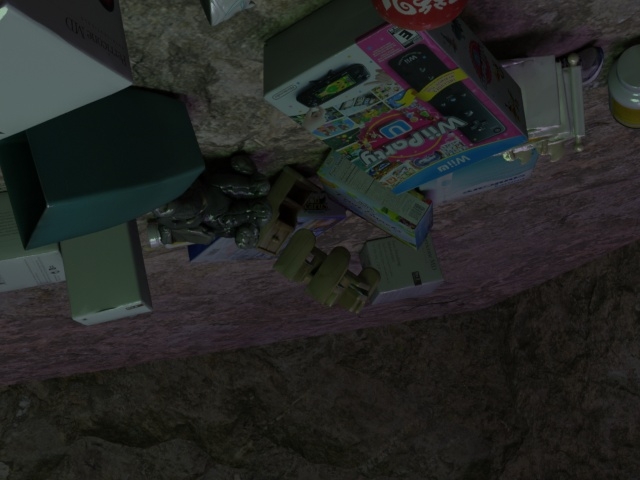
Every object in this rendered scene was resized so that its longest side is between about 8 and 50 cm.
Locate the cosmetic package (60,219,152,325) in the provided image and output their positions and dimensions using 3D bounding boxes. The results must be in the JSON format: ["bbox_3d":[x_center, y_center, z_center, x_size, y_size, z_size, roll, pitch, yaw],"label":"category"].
[{"bbox_3d":[-0.358,0.014,1.326,0.117,0.231,0.085,-13,165,-1],"label":"cosmetic package"}]

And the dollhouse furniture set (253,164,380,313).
[{"bbox_3d":[0.000,0.000,1.489,0.161,0.242,0.212,-56,158,3],"label":"dollhouse furniture set"}]

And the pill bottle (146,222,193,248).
[{"bbox_3d":[-0.281,-0.019,1.598,0.116,0.065,0.065,-12,165,-9],"label":"pill bottle"}]

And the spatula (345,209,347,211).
[{"bbox_3d":[0.008,-0.045,1.825,0.084,0.030,0.296,-5,162,-33],"label":"spatula"}]

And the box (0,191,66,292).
[{"bbox_3d":[-0.528,0.005,1.363,0.181,0.119,0.181,-10,165,-14],"label":"box"}]

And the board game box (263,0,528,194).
[{"bbox_3d":[0.105,-0.196,1.070,0.224,0.098,0.303,-22,145,32],"label":"board game box"}]

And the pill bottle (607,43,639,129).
[{"bbox_3d":[0.538,-0.260,1.363,0.103,0.103,0.184,-18,165,16],"label":"pill bottle"}]

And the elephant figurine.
[{"bbox_3d":[-0.214,-0.064,1.339,0.239,0.169,0.186,-6,142,-36],"label":"elephant figurine"}]

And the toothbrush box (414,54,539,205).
[{"bbox_3d":[0.256,-0.173,1.389,0.216,0.126,0.295,-16,164,5],"label":"toothbrush box"}]

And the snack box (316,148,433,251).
[{"bbox_3d":[0.105,-0.075,1.491,0.070,0.207,0.174,-58,167,-7],"label":"snack box"}]

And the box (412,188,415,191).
[{"bbox_3d":[0.227,-0.129,1.644,0.324,0.063,0.067,-16,164,8],"label":"box"}]

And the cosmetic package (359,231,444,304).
[{"bbox_3d":[0.218,0.075,2.213,0.183,0.151,0.151,-12,165,-9],"label":"cosmetic package"}]

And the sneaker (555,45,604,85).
[{"bbox_3d":[0.396,-0.270,1.307,0.058,0.052,0.135,1,159,-32],"label":"sneaker"}]

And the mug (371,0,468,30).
[{"bbox_3d":[0.106,-0.322,0.817,0.113,0.150,0.169,21,166,14],"label":"mug"}]

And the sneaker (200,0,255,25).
[{"bbox_3d":[-0.097,-0.281,0.847,0.061,0.054,0.152,-20,172,-10],"label":"sneaker"}]

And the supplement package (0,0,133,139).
[{"bbox_3d":[-0.240,-0.216,0.568,0.133,0.244,0.139,-18,165,17],"label":"supplement package"}]

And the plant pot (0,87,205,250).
[{"bbox_3d":[-0.290,-0.108,1.093,0.234,0.166,0.165,-12,167,-32],"label":"plant pot"}]

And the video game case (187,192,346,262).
[{"bbox_3d":[-0.119,-0.027,1.720,0.244,0.061,0.269,-1,161,-35],"label":"video game case"}]

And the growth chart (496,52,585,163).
[{"bbox_3d":[0.282,-0.197,1.206,0.237,0.172,0.021,-2,-160,-1],"label":"growth chart"}]
